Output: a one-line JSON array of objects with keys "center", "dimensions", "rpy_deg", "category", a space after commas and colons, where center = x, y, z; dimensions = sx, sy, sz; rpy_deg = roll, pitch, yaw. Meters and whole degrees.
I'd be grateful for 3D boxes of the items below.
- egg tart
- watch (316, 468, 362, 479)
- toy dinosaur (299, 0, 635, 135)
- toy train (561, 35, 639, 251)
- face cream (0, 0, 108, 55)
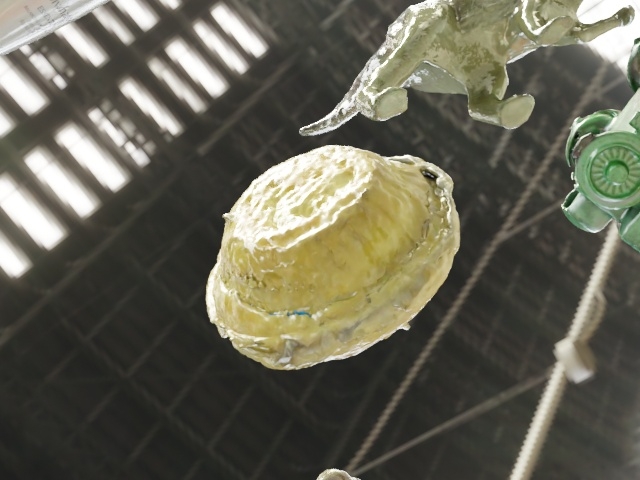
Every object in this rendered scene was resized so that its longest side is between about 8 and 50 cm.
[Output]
[{"center": [0.000, 0.000, 1.952], "dimensions": [0.169, 0.387, 0.388], "rpy_deg": [58, -155, -34], "category": "egg tart"}, {"center": [0.004, 0.506, 1.803], "dimensions": [0.327, 0.335, 0.314], "rpy_deg": [57, -171, 32], "category": "watch"}, {"center": [0.122, -0.151, 1.109], "dimensions": [0.162, 0.294, 0.077], "rpy_deg": [-129, 16, -60], "category": "toy dinosaur"}, {"center": [0.377, -0.098, 1.530], "dimensions": [0.202, 0.266, 0.145], "rpy_deg": [36, -165, -5], "category": "toy train"}, {"center": [-0.147, -0.182, 0.939], "dimensions": [0.051, 0.182, 0.072], "rpy_deg": [58, 180, 26], "category": "face cream"}]
